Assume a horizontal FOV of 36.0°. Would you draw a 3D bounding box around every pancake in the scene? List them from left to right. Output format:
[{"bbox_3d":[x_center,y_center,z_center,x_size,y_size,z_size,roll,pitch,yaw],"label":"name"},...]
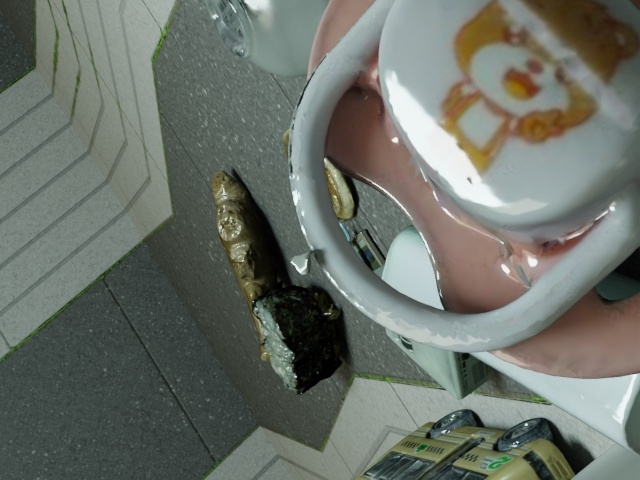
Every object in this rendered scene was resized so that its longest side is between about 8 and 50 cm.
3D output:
[{"bbox_3d":[-0.003,-0.088,1.279,0.151,0.025,0.151,53,164,23],"label":"pancake"}]

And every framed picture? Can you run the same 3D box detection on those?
[{"bbox_3d":[0.069,0.048,1.331,0.109,0.011,0.149,57,163,6],"label":"framed picture"}]

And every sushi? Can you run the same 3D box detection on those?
[{"bbox_3d":[-0.036,0.152,1.638,0.147,0.115,0.212,43,157,37],"label":"sushi"}]

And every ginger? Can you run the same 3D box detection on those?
[{"bbox_3d":[-0.117,0.036,1.710,0.166,0.080,0.333,-80,-27,-59],"label":"ginger"}]

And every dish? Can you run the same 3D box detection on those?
[{"bbox_3d":[-0.074,-0.267,1.062,0.236,0.086,0.228,34,150,54],"label":"dish"}]

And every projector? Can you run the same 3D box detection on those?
[{"bbox_3d":[0.131,0.097,1.148,0.147,0.061,0.115,42,156,44],"label":"projector"}]

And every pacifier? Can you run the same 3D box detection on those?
[{"bbox_3d":[0.136,-0.071,0.602,0.332,0.273,0.220,53,136,24],"label":"pacifier"}]

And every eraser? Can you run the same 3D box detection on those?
[{"bbox_3d":[0.193,0.066,0.727,0.290,0.189,0.104,30,103,59],"label":"eraser"}]

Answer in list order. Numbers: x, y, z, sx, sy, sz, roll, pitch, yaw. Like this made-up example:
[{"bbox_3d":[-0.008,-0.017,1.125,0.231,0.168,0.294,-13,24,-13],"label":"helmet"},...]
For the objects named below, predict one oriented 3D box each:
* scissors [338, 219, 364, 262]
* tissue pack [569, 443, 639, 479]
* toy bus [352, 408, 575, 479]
[{"bbox_3d":[0.045,0.022,1.300,0.119,0.014,0.058,56,160,-4],"label":"scissors"},{"bbox_3d":[0.321,0.249,0.734,0.246,0.136,0.159,22,140,63],"label":"tissue pack"},{"bbox_3d":[0.179,0.328,1.171,0.177,0.202,0.365,60,163,-1],"label":"toy bus"}]
